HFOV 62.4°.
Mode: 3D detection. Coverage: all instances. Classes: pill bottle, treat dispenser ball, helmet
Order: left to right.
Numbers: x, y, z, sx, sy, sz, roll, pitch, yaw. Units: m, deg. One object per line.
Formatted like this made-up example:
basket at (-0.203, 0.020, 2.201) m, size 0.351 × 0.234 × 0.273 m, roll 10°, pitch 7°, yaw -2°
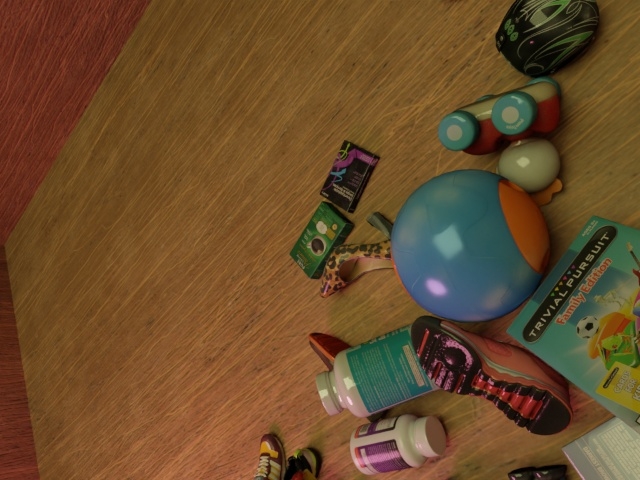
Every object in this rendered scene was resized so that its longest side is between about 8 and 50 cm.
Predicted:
pill bottle at (0.128, 0.279, 1.116) m, size 0.264 × 0.146 × 0.146 m, roll -22°, pitch 66°, yaw 5°
pill bottle at (0.169, 0.438, 1.145) m, size 0.193 × 0.108 × 0.108 m, roll -28°, pitch 66°, yaw 35°
treat dispenser ball at (0.276, 0.011, 0.997) m, size 0.288 × 0.288 × 0.288 m, roll -8°, pitch 78°, yaw 40°
helmet at (0.440, -0.413, 1.017) m, size 0.161 × 0.169 × 0.169 m, roll -41°, pitch 57°, yaw 49°

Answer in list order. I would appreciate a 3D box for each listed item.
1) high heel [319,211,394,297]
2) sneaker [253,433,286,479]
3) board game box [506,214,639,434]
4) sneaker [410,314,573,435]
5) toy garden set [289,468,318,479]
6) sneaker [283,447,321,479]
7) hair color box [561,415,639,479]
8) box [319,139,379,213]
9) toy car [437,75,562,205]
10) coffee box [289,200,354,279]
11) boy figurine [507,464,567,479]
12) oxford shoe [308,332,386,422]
high heel at (0.111, 0.076, 1.257) m, size 0.261 × 0.093 × 0.186 m, roll -52°, pitch 47°, yaw 11°
sneaker at (-0.140, 0.611, 1.402) m, size 0.069 × 0.084 × 0.185 m, roll -28°, pitch 66°, yaw 35°
board game box at (0.464, 0.122, 0.775) m, size 0.253 × 0.079 × 0.336 m, roll -55°, pitch 22°, yaw 5°
sneaker at (0.317, 0.235, 0.997) m, size 0.314 × 0.136 × 0.116 m, roll 30°, pitch 120°, yaw 19°
toy garden set at (-0.047, 0.663, 1.270) m, size 0.244 × 0.049 × 0.204 m, roll -40°, pitch 97°, yaw 22°
sneaker at (-0.073, 0.633, 1.332) m, size 0.084 × 0.097 × 0.234 m, roll 11°, pitch 91°, yaw 42°
hair color box at (0.568, 0.252, 0.774) m, size 0.374 × 0.185 × 0.113 m, roll -46°, pitch 55°, yaw 26°
box at (0.073, -0.166, 1.375) m, size 0.116 × 0.029 × 0.162 m, roll 35°, pitch 107°, yaw 39°
toy car at (0.376, -0.171, 1.036) m, size 0.210 × 0.219 × 0.238 m, roll -12°, pitch 104°, yaw 40°
coffee box at (0.000, 0.000, 1.404) m, size 0.113 × 0.040 × 0.184 m, roll 45°, pitch 112°, yaw 36°
boy figurine at (0.411, 0.551, 0.931) m, size 0.177 × 0.092 × 0.285 m, roll -20°, pitch 67°, yaw 35°
oxford shoe at (0.054, 0.324, 1.274) m, size 0.271 × 0.097 × 0.098 m, roll 39°, pitch 115°, yaw 38°
